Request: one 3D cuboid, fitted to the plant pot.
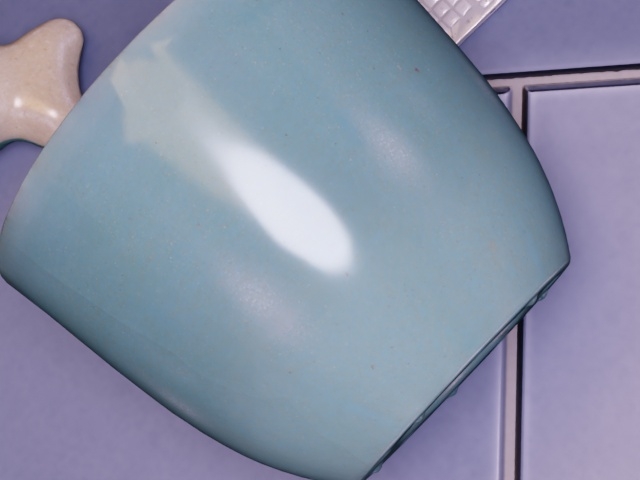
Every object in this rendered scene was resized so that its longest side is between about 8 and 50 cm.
[{"bbox_3d":[0.000,0.000,0.871,0.235,0.293,0.293,44,96,9],"label":"plant pot"}]

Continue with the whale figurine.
[{"bbox_3d":[-0.304,-0.090,1.102,0.272,0.141,0.216,-10,74,-6],"label":"whale figurine"}]

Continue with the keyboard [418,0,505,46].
[{"bbox_3d":[0.147,-0.229,1.000,0.256,0.014,0.072,-44,67,7],"label":"keyboard"}]
